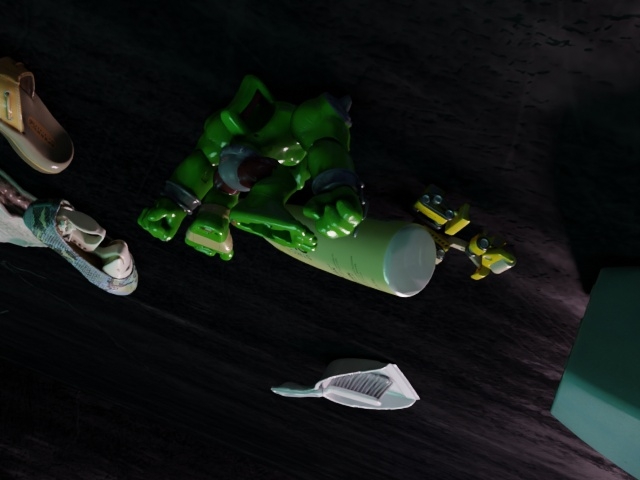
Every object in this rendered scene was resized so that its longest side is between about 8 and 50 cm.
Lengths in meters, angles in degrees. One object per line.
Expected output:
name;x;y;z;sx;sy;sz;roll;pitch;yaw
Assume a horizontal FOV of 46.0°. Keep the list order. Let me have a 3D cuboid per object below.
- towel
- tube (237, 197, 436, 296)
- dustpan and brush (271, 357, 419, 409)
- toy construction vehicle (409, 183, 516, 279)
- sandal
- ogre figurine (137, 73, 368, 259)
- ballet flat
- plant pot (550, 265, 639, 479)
towel;-0.460;-0.074;0.925;0.187;0.049;0.282;2;149;33
tube;0.000;0.000;0.696;0.240;0.062;0.070;15;117;50
dustpan and brush;0.025;0.218;1.122;0.211;0.060;0.147;6;151;28
toy construction vehicle;0.115;-0.006;0.643;0.098;0.035;0.086;32;153;-3
sandal;-0.271;-0.125;0.661;0.049;0.072;0.180;-10;145;22
ogre figurine;-0.045;-0.053;0.566;0.097;0.118;0.197;30;155;-28
ballet flat;-0.282;0.010;0.945;0.070;0.070;0.188;0;151;38
plant pot;0.317;0.125;0.601;0.234;0.165;0.165;19;156;20
